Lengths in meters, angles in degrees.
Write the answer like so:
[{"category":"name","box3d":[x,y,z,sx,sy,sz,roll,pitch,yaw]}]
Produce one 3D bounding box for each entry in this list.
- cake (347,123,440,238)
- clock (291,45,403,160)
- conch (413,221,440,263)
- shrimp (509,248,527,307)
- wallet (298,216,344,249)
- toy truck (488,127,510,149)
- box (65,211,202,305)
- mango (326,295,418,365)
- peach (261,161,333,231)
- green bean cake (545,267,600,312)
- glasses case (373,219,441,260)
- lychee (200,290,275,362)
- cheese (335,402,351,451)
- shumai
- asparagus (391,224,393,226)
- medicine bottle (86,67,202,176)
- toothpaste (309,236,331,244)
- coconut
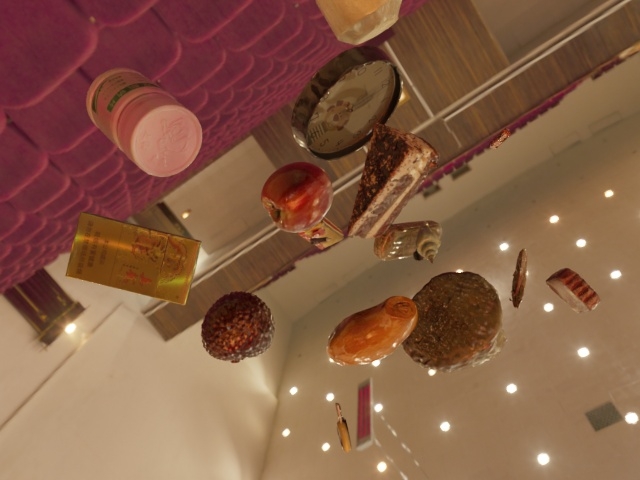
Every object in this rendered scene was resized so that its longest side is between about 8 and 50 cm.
[{"category":"cake","box3d":[0.129,-0.132,1.131,0.112,0.135,0.246,4,133,-39]},{"category":"clock","box3d":[0.071,-0.330,1.311,0.312,0.061,0.313,-30,154,-17]},{"category":"conch","box3d":[0.281,0.014,1.387,0.064,0.088,0.180,4,-148,2]},{"category":"shrimp","box3d":[0.620,0.118,1.646,0.042,0.191,0.101,7,171,26]},{"category":"wallet","box3d":[0.002,-0.029,2.401,0.141,0.067,0.241,-30,151,16]},{"category":"toy truck","box3d":[0.512,-0.291,1.513,0.083,0.024,0.032,125,-16,-58]},{"category":"box","box3d":[-0.478,0.046,1.357,0.043,0.310,0.173,-129,-126,-84]},{"category":"mango","box3d":[0.158,0.280,1.588,0.359,0.186,0.144,-34,-132,32]},{"category":"peach","box3d":[-0.068,-0.174,1.942,0.274,0.249,0.245,-38,180,-28]},{"category":"green bean cake","box3d":[0.735,0.144,1.532,0.056,0.135,0.136,-40,167,-2]},{"category":"glasses case","box3d":[0.395,-0.003,2.353,0.425,0.157,0.098,-7,-153,-43]},{"category":"lychee","box3d":[-0.290,0.301,1.833,0.260,0.261,0.261,-33,-166,10]},{"category":"cheese","box3d":[0.075,0.643,1.825,0.036,0.163,0.086,-11,-175,-7]},{"category":"shumai","box3d":[0.519,0.319,1.912,0.397,0.323,0.324,-40,-134,24]},{"category":"asparagus","box3d":[0.236,-0.098,2.043,0.016,0.013,0.166,-53,-132,13]},{"category":"medicine bottle","box3d":[-0.501,-0.340,1.483,0.212,0.212,0.325,-39,-129,-15]},{"category":"toothpaste","box3d":[0.000,0.000,1.901,0.083,0.027,0.019,-7,-148,25]},{"category":"coconut","box3d":[0.111,-0.748,1.603,0.237,0.266,0.237,-34,-170,7]}]
